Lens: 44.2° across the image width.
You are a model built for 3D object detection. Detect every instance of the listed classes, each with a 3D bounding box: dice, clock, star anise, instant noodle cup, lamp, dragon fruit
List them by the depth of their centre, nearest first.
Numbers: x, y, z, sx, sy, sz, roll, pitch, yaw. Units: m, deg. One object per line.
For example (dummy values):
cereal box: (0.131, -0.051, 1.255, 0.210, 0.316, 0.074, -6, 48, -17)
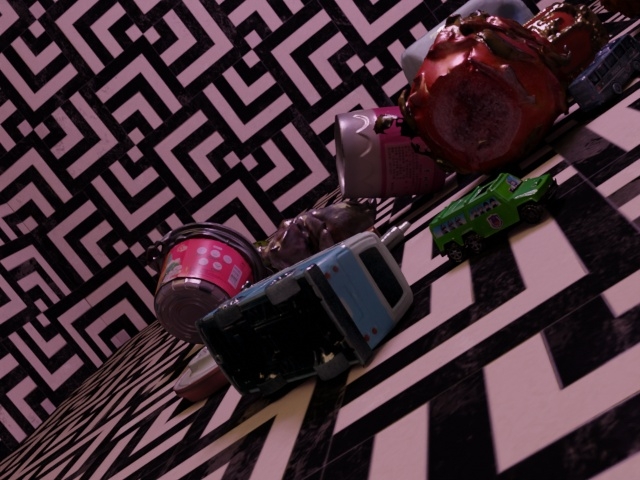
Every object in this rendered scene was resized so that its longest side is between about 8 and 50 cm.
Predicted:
dragon fruit: (0.270, -0.239, 1.303, 0.269, 0.250, 0.291, -56, 0, 29)
clock: (-0.156, 0.189, 1.378, 0.244, 0.056, 0.244, -38, 7, 5)
lamp: (0.413, -0.331, 1.511, 0.274, 0.177, 0.177, -38, 6, 12)
star anise: (0.000, 0.000, 1.606, 0.316, 0.139, 0.359, -13, 11, 35)
instant noodle cup: (-0.262, 0.112, 1.760, 0.302, 0.258, 0.181, 4, 35, 5)
dice: (0.369, -0.414, 1.864, 0.268, 0.264, 0.262, -37, 7, -3)

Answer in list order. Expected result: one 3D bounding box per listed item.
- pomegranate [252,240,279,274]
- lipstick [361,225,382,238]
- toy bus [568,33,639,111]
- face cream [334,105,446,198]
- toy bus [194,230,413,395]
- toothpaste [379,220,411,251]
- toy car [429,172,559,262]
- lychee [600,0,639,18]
pomegranate: (-0.141, 0.072, 1.924, 0.122, 0.122, 0.161, -32, 35, 41)
lipstick: (0.048, 0.034, 1.407, 0.145, 0.045, 0.045, -37, 4, 9)
toy bus: (0.452, -0.264, 1.236, 0.166, 0.065, 0.047, -43, 7, -32)
face cream: (0.131, -0.169, 1.519, 0.195, 0.175, 0.175, -7, 5, -3)
toy bus: (-0.021, 0.093, 0.999, 0.165, 0.133, 0.271, -36, 7, -41)
toothpaste: (0.079, 0.034, 1.323, 0.197, 0.029, 0.048, -42, 5, -12)
toy car: (0.208, -0.036, 0.956, 0.165, 0.062, 0.071, -32, 8, 42)
lychee: (0.651, -0.586, 1.557, 0.304, 0.276, 0.276, -67, 15, -15)
